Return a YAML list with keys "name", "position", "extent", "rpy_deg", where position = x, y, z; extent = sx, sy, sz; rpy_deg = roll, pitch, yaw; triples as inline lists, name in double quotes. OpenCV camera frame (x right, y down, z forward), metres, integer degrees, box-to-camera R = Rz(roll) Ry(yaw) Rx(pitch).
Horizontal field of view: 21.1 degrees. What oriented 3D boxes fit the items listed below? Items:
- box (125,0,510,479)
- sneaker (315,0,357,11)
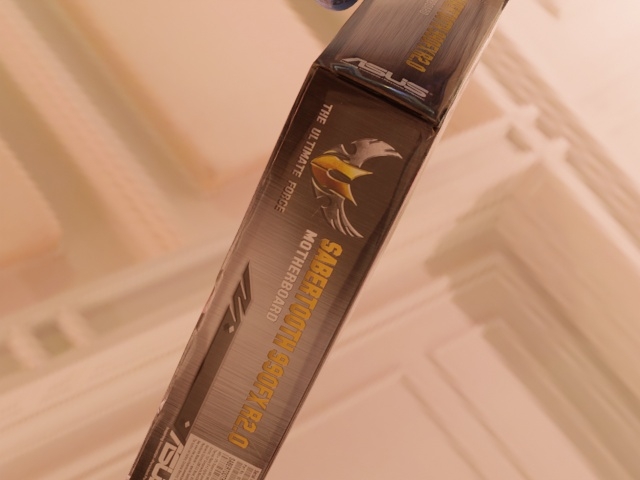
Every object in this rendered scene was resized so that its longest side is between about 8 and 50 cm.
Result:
- name: "box"
  position: [0.000, 0.000, 0.761]
  extent: [0.056, 0.231, 0.183]
  rpy_deg: [28, -152, 3]
- name: "sneaker"
  position: [0.012, -0.195, 0.785]
  extent: [0.069, 0.082, 0.209]
  rpy_deg: [-1, -127, 14]
